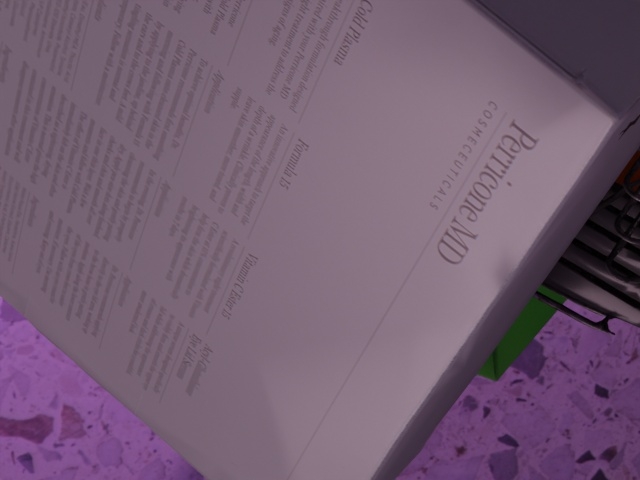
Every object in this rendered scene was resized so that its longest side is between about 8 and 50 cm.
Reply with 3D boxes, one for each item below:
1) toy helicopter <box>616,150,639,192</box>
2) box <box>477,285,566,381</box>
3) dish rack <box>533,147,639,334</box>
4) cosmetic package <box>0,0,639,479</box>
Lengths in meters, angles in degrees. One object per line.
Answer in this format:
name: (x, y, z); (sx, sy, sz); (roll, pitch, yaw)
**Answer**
toy helicopter: (0.205, -0.114, 0.977); (0.235, 0.140, 0.355); (18, -159, -9)
box: (0.104, -0.088, 1.253); (0.127, 0.262, 0.231); (23, -156, -35)
dish rack: (0.078, -0.074, 0.758); (0.208, 0.271, 0.074); (34, -128, 25)
cosmetic package: (-0.038, -0.057, 0.757); (0.284, 0.097, 0.377); (42, 148, 10)
